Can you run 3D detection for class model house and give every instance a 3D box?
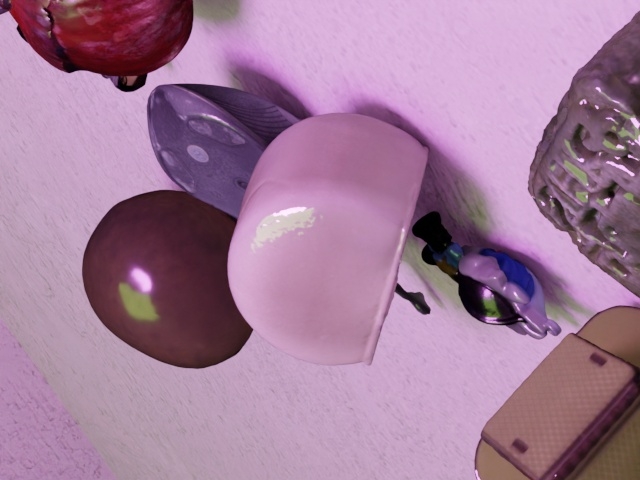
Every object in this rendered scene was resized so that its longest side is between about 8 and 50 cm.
[{"bbox_3d":[0.244,0.164,1.159,0.205,0.218,0.278,41,178,12],"label":"model house"}]

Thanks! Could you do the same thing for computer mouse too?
[{"bbox_3d":[-0.018,-0.051,1.572,0.379,0.090,0.167,39,149,-14],"label":"computer mouse"}]

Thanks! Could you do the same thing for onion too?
[{"bbox_3d":[-0.228,-0.270,1.435,0.246,0.190,0.246,57,163,28],"label":"onion"}]

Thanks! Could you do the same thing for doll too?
[{"bbox_3d":[0.159,0.041,1.415,0.195,0.070,0.096,39,166,44],"label":"doll"}]

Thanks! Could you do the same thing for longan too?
[{"bbox_3d":[-0.185,0.051,1.885,0.246,0.215,0.246,61,178,4],"label":"longan"}]

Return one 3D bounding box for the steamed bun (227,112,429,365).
[{"bbox_3d":[0.000,0.000,1.427,0.164,0.146,0.241,14,137,0],"label":"steamed bun"}]

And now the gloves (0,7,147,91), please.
[{"bbox_3d":[-0.296,-0.252,1.709,0.286,0.119,0.142,23,152,18],"label":"gloves"}]

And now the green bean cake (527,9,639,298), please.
[{"bbox_3d":[0.264,-0.035,1.014,0.227,0.125,0.222,38,158,10],"label":"green bean cake"}]
